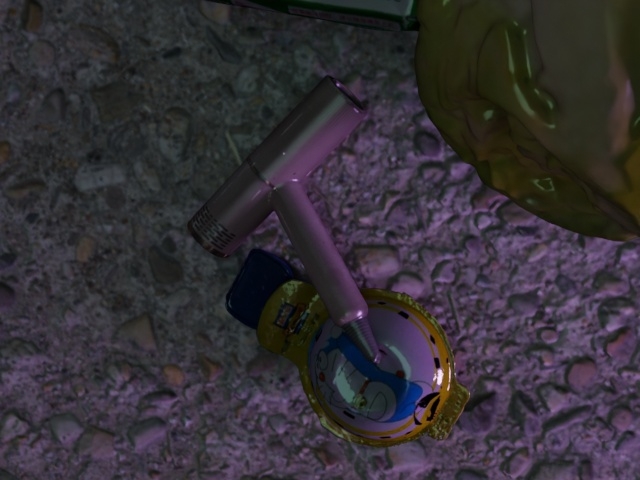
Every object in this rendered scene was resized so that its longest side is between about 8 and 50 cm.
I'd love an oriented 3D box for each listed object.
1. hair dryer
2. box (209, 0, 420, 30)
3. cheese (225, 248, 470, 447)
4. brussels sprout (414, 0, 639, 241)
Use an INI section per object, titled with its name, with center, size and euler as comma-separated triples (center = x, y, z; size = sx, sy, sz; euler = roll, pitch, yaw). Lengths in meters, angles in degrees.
[hair dryer]
center = 0.010, -0.006, 0.839
size = 0.195, 0.054, 0.220
euler = -46, 69, 15
[box]
center = -0.004, -0.273, 0.777
size = 0.250, 0.103, 0.180
euler = 13, 104, 20
[cheese]
center = 0.019, 0.101, 0.886
size = 0.250, 0.064, 0.156
euler = 31, 105, 16
[brussels sprout]
center = 0.231, -0.140, 0.667
size = 0.344, 0.344, 0.268
euler = -34, 51, 16
